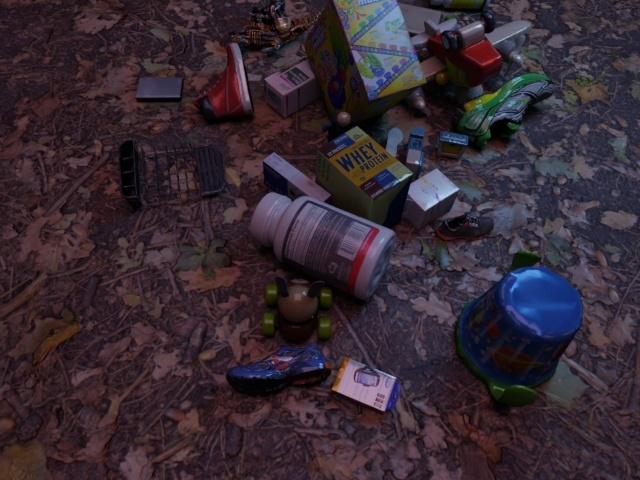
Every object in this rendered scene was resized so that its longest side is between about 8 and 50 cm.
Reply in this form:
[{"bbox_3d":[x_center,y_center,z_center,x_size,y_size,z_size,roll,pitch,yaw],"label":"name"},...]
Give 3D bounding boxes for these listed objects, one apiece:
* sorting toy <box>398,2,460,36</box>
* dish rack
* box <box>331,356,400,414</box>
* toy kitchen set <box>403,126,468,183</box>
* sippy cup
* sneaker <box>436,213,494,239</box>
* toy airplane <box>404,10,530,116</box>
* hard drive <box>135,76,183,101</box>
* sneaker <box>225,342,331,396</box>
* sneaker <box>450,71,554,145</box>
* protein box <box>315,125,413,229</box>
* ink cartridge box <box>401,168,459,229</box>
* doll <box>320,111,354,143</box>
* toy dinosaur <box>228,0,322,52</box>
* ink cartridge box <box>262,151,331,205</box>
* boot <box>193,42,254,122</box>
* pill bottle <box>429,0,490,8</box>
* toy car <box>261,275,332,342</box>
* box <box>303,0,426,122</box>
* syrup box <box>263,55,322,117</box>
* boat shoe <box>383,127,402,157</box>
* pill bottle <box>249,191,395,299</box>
[{"bbox_3d":[0.327,-0.778,1.806,0.348,0.047,0.196,16,53,7],"label":"sorting toy"},{"bbox_3d":[-0.396,-0.192,1.366,0.272,0.074,0.208,-10,58,-10],"label":"dish rack"},{"bbox_3d":[0.100,0.314,1.084,0.136,0.028,0.081,22,58,9],"label":"box"},{"bbox_3d":[0.320,-0.234,1.398,0.166,0.122,0.207,12,57,5],"label":"toy kitchen set"},{"bbox_3d":[0.429,0.175,1.073,0.240,0.224,0.305,-15,58,-13],"label":"sippy cup"},{"bbox_3d":[0.384,-0.040,1.307,0.158,0.065,0.061,-11,58,-10],"label":"sneaker"},{"bbox_3d":[0.417,-0.546,1.559,0.386,0.272,0.384,-3,35,40],"label":"toy airplane"},{"bbox_3d":[-0.500,-0.472,1.575,0.135,0.022,0.094,-1,57,-4],"label":"hard drive"},{"bbox_3d":[-0.091,0.273,1.081,0.221,0.083,0.087,-5,43,-12],"label":"sneaker"},{"bbox_3d":[0.568,-0.384,1.522,0.344,0.134,0.146,-29,69,-10],"label":"sneaker"},{"bbox_3d":[0.101,-0.134,1.275,0.136,0.199,0.201,-34,64,-22],"label":"protein box"},{"bbox_3d":[0.274,-0.104,1.328,0.143,0.092,0.090,-31,63,-20],"label":"ink cartridge box"},{"bbox_3d":[0.060,-0.276,1.373,0.129,0.189,0.046,12,57,6],"label":"doll"},{"bbox_3d":[-0.155,-0.735,1.721,0.322,0.164,0.218,-10,71,-30],"label":"toy dinosaur"},{"bbox_3d":[-0.064,-0.136,1.330,0.207,0.097,0.046,39,63,20],"label":"ink cartridge box"},{"bbox_3d":[-0.306,-0.478,1.524,0.176,0.088,0.244,-11,73,3],"label":"boot"},{"bbox_3d":[0.517,-0.921,1.864,0.209,0.119,0.119,0,57,-2],"label":"pill bottle"},{"bbox_3d":[-0.049,0.125,1.104,0.155,0.188,0.149,3,57,-1],"label":"toy car"},{"bbox_3d":[0.111,-0.498,1.403,0.177,0.290,0.279,-21,93,-16],"label":"box"},{"bbox_3d":[-0.055,-0.489,1.565,0.237,0.096,0.093,-36,65,-24],"label":"syrup box"},{"bbox_3d":[0.207,-0.276,1.472,0.046,0.038,0.125,23,58,-11],"label":"boat shoe"},{"bbox_3d":[0.000,0.000,1.192,0.319,0.176,0.176,24,59,17],"label":"pill bottle"}]
